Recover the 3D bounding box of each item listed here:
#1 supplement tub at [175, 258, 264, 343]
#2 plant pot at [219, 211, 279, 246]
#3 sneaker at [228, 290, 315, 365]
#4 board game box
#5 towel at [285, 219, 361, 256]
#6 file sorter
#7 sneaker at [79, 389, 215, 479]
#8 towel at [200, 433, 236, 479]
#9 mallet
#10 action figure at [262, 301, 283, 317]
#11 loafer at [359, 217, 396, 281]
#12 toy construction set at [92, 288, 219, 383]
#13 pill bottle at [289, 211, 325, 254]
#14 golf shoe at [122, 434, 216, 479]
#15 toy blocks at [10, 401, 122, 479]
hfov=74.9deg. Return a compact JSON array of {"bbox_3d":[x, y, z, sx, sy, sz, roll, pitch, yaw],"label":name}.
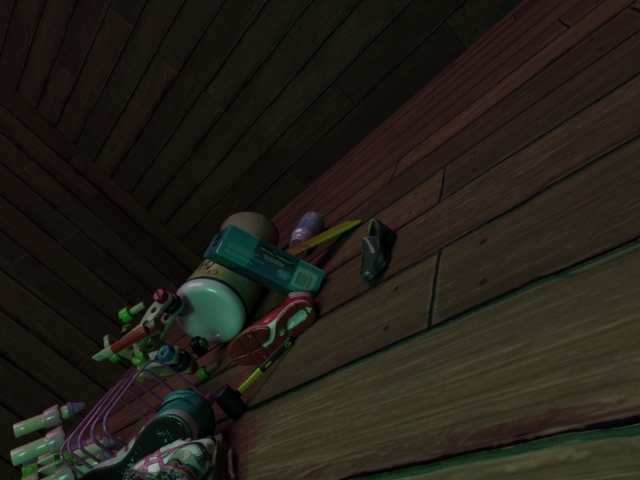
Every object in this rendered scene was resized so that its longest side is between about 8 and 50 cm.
[{"bbox_3d":[-0.313,0.158,1.373,0.228,0.228,0.316,-39,13,24],"label":"supplement tub"},{"bbox_3d":[-0.306,0.064,1.714,0.256,0.257,0.274,-39,29,26],"label":"plant pot"},{"bbox_3d":[-0.098,0.193,0.943,0.221,0.087,0.128,-30,6,11],"label":"sneaker"},{"bbox_3d":[-0.166,0.062,1.117,0.079,0.254,0.336,-65,17,-12],"label":"board game box"},{"bbox_3d":[0.000,0.000,1.184,0.237,0.021,0.102,-27,11,-20],"label":"towel"},{"bbox_3d":[-0.432,0.431,0.966,0.291,0.182,0.202,-37,15,33],"label":"file sorter"},{"bbox_3d":[-0.307,0.384,0.780,0.296,0.123,0.178,-41,-6,11],"label":"sneaker"},{"bbox_3d":[-0.200,0.413,0.579,0.187,0.049,0.282,-47,11,2],"label":"towel"},{"bbox_3d":[-0.131,0.257,0.830,0.189,0.062,0.039,-50,14,-23],"label":"mallet"},{"bbox_3d":[-0.139,0.210,1.106,0.115,0.030,0.038,-48,17,-7],"label":"action figure"},{"bbox_3d":[0.104,0.018,0.848,0.062,0.061,0.170,-36,16,33],"label":"loafer"},{"bbox_3d":[-0.468,0.278,1.077,0.237,0.257,0.309,-30,-18,2],"label":"toy construction set"},{"bbox_3d":[-0.046,-0.023,1.425,0.087,0.087,0.160,-36,15,37],"label":"pill bottle"},{"bbox_3d":[-0.226,0.346,0.635,0.186,0.067,0.086,-27,10,33],"label":"golf shoe"},{"bbox_3d":[-0.724,0.654,1.239,0.260,0.308,0.289,-14,5,-35],"label":"toy blocks"}]
